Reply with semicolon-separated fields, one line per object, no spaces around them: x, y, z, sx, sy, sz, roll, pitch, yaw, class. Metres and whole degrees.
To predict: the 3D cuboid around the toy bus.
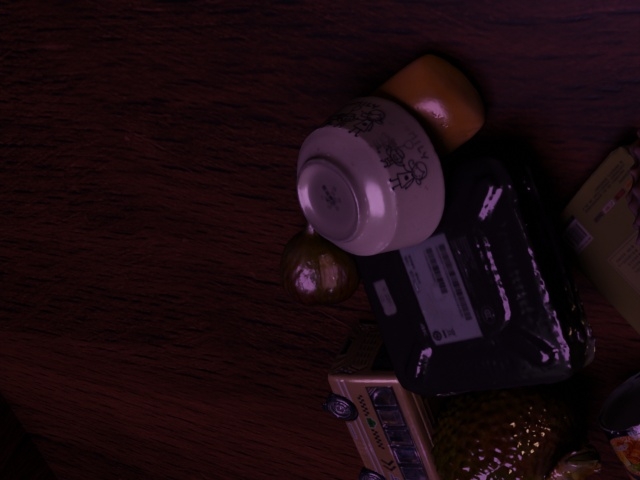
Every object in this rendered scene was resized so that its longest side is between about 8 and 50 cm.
0.155;0.345;1.741;0.201;0.177;0.365;-3;126;30;toy bus

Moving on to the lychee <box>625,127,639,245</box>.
0.501;-0.077;0.913;0.380;0.380;0.432;-2;84;36;lychee

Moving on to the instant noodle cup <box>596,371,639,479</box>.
0.559;0.307;1.397;0.182;0.230;0.230;51;138;-5;instant noodle cup

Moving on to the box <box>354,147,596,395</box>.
0.210;0.065;1.357;0.350;0.091;0.359;-19;92;44;box

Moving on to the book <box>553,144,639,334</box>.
0.483;0.055;1.238;0.352;0.035;0.239;50;150;15;book

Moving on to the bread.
0.134;-0.172;1.319;0.147;0.098;0.217;46;138;-5;bread

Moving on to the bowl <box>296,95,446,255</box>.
0.052;-0.077;1.285;0.237;0.126;0.238;27;131;36;bowl

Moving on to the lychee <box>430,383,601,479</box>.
0.339;0.357;1.553;0.319;0.270;0.270;13;135;30;lychee

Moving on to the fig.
0.000;0.000;1.564;0.149;0.149;0.245;15;123;24;fig
